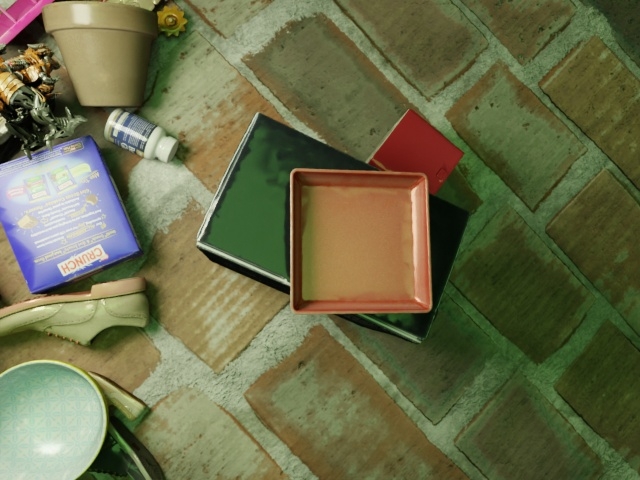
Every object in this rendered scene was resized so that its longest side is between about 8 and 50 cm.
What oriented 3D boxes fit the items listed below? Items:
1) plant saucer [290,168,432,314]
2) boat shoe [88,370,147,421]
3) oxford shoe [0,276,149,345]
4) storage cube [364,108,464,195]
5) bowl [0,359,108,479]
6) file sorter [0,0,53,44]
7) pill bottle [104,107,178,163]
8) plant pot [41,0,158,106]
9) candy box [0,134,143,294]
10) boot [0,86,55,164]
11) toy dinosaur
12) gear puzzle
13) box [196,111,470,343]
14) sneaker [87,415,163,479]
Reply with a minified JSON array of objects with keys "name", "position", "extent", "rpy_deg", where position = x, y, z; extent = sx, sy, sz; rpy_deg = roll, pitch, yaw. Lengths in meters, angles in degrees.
[{"name":"plant saucer","position":[0.071,0.003,0.907],"extent":[0.258,0.048,0.259],"rpy_deg":[1,82,-10]},{"name":"boat shoe","position":[-0.519,0.391,1.235],"extent":[0.170,0.063,0.059],"rpy_deg":[36,73,-5]},{"name":"oxford shoe","position":[-0.619,0.196,1.203],"extent":[0.397,0.140,0.146],"rpy_deg":[-12,91,-10]},{"name":"storage cube","position":[0.239,-0.207,1.371],"extent":[0.193,0.183,0.215],"rpy_deg":[39,79,-4]},{"name":"bowl","position":[-0.632,0.418,1.163],"extent":[0.289,0.156,0.289],"rpy_deg":[1,84,-8]},{"name":"file sorter","position":[-0.765,-0.639,1.192],"extent":[0.290,0.202,0.182],"rpy_deg":[-49,138,-10]},{"name":"pill bottle","position":[-0.465,-0.269,1.299],"extent":[0.169,0.094,0.094],"rpy_deg":[25,80,-6]},{"name":"plant pot","position":[-0.538,-0.452,1.242],"extent":[0.263,0.263,0.229],"rpy_deg":[-2,104,-10]},{"name":"candy box","position":[-0.630,-0.060,1.234],"extent":[0.268,0.122,0.317],"rpy_deg":[-23,87,-13]},{"name":"boot","position":[-0.892,-0.310,1.205],"extent":[0.284,0.138,0.377],"rpy_deg":[42,75,-5]},{"name":"toy dinosaur","position":[-0.680,-0.309,1.112],"extent":[0.322,0.164,0.218],"rpy_deg":[-57,134,-28]},{"name":"gear puzzle","position":[-0.502,-0.686,1.363],"extent":[0.339,0.044,0.175],"rpy_deg":[38,86,-3]},{"name":"box","position":[0.000,0.000,1.160],"extent":[0.480,0.472,0.297],"rpy_deg":[24,79,-7]},{"name":"sneaker","position":[-0.493,0.555,1.221],"extent":[0.118,0.083,0.222],"rpy_deg":[-41,83,-6]}]
